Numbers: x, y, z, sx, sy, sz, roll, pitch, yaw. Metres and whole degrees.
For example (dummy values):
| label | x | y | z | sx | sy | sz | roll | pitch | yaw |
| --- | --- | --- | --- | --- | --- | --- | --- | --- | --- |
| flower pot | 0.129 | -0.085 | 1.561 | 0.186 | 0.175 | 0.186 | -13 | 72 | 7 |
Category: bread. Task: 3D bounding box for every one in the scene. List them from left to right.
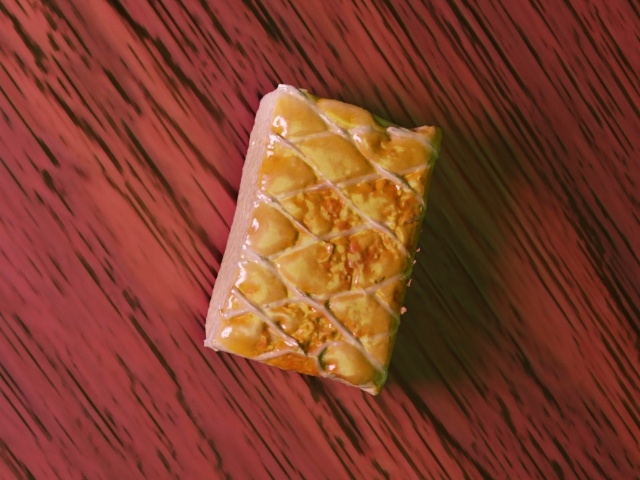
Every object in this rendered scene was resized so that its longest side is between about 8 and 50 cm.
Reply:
| label | x | y | z | sx | sy | sz | roll | pitch | yaw |
| --- | --- | --- | --- | --- | --- | --- | --- | --- | --- |
| bread | 0.000 | -0.001 | 1.331 | 0.125 | 0.068 | 0.188 | 15 | 87 | -18 |
